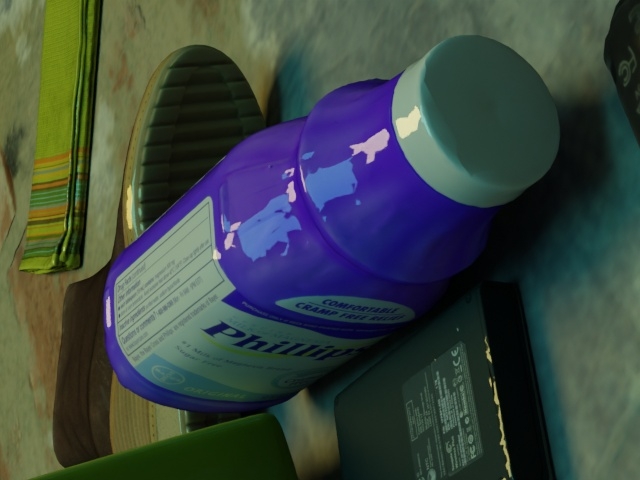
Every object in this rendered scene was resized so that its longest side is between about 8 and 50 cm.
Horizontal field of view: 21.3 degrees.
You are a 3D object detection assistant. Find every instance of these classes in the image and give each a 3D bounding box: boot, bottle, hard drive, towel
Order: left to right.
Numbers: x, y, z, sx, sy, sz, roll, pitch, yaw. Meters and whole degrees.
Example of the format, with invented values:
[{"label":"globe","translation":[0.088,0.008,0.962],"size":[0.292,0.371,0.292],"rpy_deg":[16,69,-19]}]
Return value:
[{"label":"towel","translation":[-0.194,-0.094,1.254],"size":[0.102,0.021,0.237],"rpy_deg":[-8,77,60]},{"label":"boot","translation":[-0.111,0.020,0.997],"size":[0.207,0.090,0.248],"rpy_deg":[-6,82,59]},{"label":"bottle","translation":[0.000,0.000,0.766],"size":[0.283,0.118,0.092],"rpy_deg":[-36,52,53]},{"label":"hard drive","translation":[0.049,0.088,0.754],"size":[0.135,0.022,0.094],"rpy_deg":[-43,48,50]}]

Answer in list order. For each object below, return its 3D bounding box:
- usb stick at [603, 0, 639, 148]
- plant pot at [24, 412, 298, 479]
[{"label":"usb stick","translation":[0.155,0.016,0.550],"size":[0.077,0.045,0.278],"rpy_deg":[118,146,-47]},{"label":"plant pot","translation":[-0.121,0.232,0.818],"size":[0.227,0.228,0.207],"rpy_deg":[-40,70,52]}]
